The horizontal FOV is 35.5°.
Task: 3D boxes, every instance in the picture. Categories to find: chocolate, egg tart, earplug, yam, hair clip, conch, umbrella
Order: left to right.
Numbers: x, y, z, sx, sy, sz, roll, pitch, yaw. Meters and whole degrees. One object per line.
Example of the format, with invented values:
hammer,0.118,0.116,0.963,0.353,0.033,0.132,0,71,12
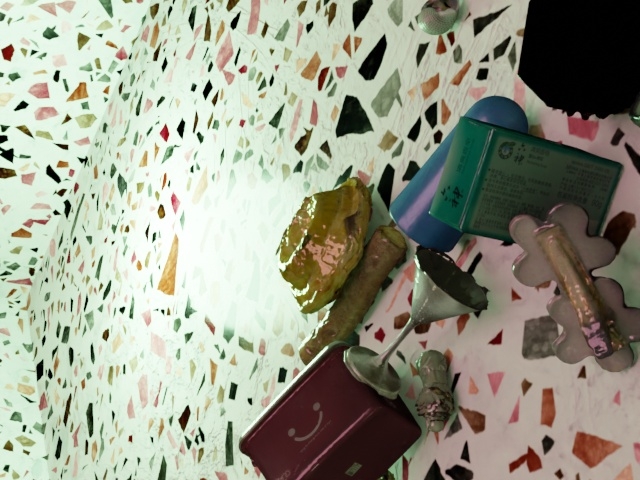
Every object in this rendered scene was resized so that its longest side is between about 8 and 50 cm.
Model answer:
egg tart,0.000,0.000,1.957,0.290,0.115,0.290,-57,18,31
yam,0.057,0.116,1.934,0.356,0.081,0.081,-56,38,31
umbrella,0.191,0.254,1.689,0.067,0.062,0.143,-13,60,23
conch,0.222,-0.413,1.836,0.085,0.056,0.076,1,62,29
earplug,0.242,-0.122,1.658,0.273,0.132,0.132,-56,38,29
hair clip,0.351,0.069,1.363,0.146,0.075,0.257,-27,88,31
chocolate,0.401,-0.253,1.452,0.177,0.206,0.224,57,-138,-69

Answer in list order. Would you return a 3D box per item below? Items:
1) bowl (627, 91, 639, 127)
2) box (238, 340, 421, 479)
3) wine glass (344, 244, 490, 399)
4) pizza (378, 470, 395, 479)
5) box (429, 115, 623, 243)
bowl,0.530,-0.175,1.067,0.185,0.354,0.354,51,140,-3
box,0.023,0.344,1.752,0.294,0.193,0.167,-47,45,8
wine glass,0.151,0.141,1.649,0.232,0.156,0.156,-53,39,22
pizza,0.122,0.504,1.756,0.176,0.036,0.184,10,89,57
box,0.295,-0.074,1.432,0.092,0.245,0.153,37,112,60
